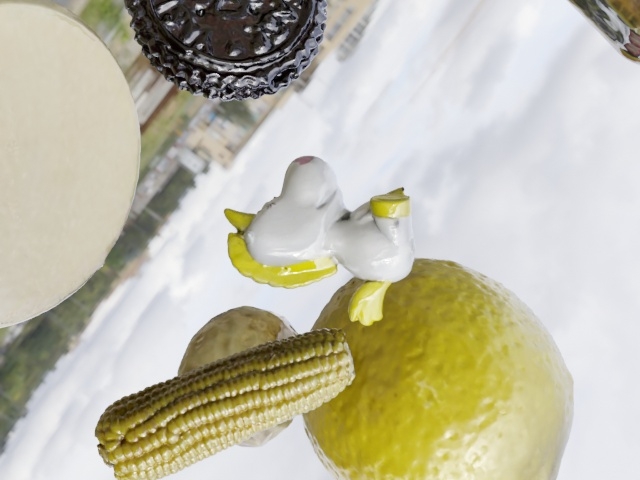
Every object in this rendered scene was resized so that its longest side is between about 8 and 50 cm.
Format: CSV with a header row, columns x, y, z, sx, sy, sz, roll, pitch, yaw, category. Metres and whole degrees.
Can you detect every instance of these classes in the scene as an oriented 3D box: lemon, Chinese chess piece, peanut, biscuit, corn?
x,y,z,sx,sy,sz,roll,pitch,yaw,category
0.133,0.180,1.279,0.336,0.336,0.336,-51,-170,12,lemon
-0.260,-0.063,0.825,0.102,0.273,0.273,18,-114,38,Chinese chess piece
-0.083,0.146,1.187,0.159,0.140,0.109,-60,-178,-33,peanut
-0.084,-0.221,0.991,0.194,0.194,0.053,-56,-178,-17,biscuit
-0.079,0.140,0.927,0.231,0.080,0.080,-20,-172,-5,corn

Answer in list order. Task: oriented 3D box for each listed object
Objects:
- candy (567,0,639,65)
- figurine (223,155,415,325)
x,y,z,sx,sy,sz,roll,pitch,yaw,category
0.210,-0.239,0.839,0.101,0.271,0.143,-43,165,-5,candy
0.000,-0.008,0.984,0.109,0.178,0.130,130,-19,-79,figurine
